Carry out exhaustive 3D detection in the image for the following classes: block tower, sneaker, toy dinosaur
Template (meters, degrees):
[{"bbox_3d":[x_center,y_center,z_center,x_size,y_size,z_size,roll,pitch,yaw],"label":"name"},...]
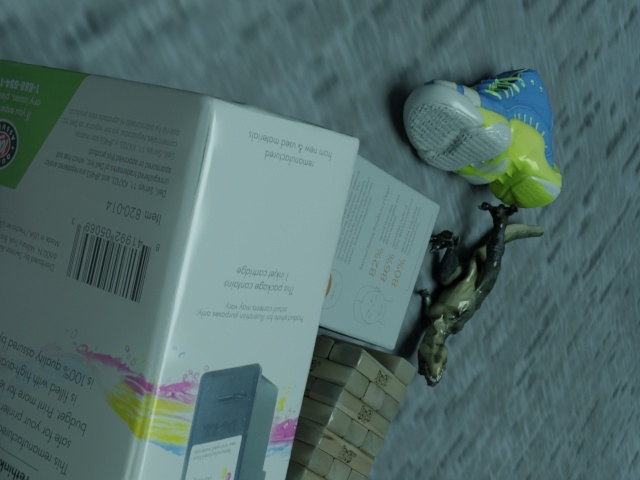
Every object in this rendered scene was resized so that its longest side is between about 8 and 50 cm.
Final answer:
[{"bbox_3d":[-0.042,0.228,0.798,0.097,0.091,0.335,44,67,-49],"label":"block tower"},{"bbox_3d":[0.157,-0.123,0.957,0.240,0.091,0.126,31,58,-50],"label":"sneaker"},{"bbox_3d":[0.156,0.025,1.007,0.268,0.064,0.118,-46,142,-35],"label":"toy dinosaur"}]

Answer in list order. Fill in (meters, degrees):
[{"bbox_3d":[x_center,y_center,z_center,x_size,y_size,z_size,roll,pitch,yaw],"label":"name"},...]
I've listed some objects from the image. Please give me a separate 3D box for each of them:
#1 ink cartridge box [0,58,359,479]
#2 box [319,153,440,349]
[{"bbox_3d":[-0.124,0.091,0.558,0.119,0.207,0.353,9,95,-51],"label":"ink cartridge box"},{"bbox_3d":[0.000,0.000,0.777,0.170,0.091,0.130,26,81,-52],"label":"box"}]
